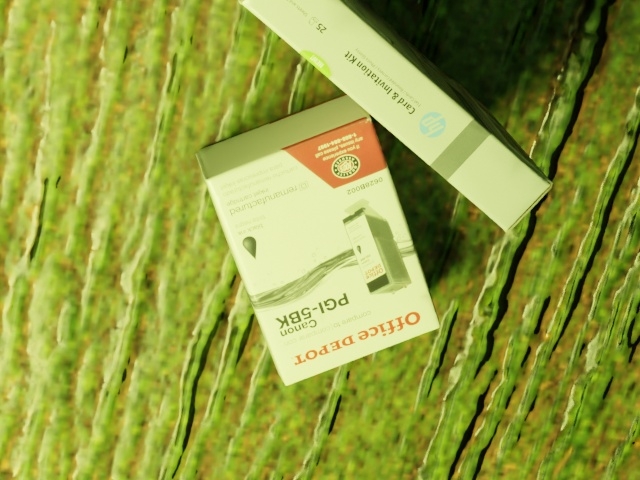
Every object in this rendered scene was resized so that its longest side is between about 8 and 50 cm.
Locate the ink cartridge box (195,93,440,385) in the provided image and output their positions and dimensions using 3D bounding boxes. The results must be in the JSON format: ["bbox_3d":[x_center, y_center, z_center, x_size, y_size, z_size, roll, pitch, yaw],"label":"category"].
[{"bbox_3d":[0.000,0.000,1.100,0.099,0.056,0.135,-21,112,-2],"label":"ink cartridge box"}]

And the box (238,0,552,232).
[{"bbox_3d":[0.028,-0.094,1.023,0.186,0.145,0.038,40,99,-21],"label":"box"}]
